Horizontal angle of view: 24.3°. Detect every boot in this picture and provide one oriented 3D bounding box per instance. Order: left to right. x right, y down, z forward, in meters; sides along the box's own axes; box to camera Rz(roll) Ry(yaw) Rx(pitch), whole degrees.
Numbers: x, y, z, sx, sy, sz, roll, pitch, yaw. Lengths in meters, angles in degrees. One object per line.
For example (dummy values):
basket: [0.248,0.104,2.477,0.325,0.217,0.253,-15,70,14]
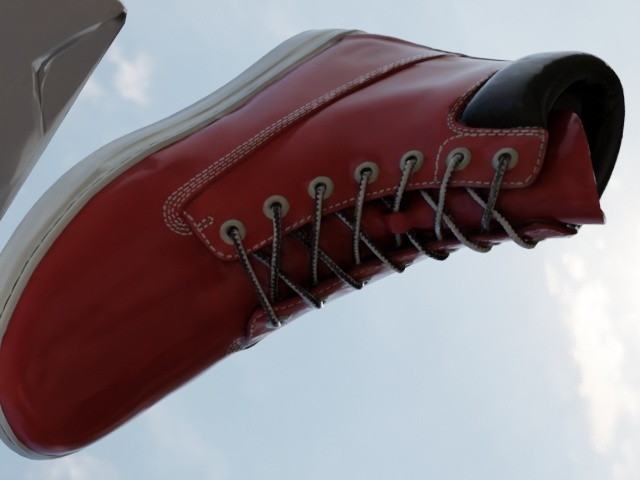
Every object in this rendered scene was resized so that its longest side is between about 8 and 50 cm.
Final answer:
boot: [0.000,0.000,0.542,0.244,0.176,0.088,-43,-55,-30]

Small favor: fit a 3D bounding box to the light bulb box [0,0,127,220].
light bulb box: [-0.310,-0.095,0.351,0.361,0.225,0.358,41,-165,24]
